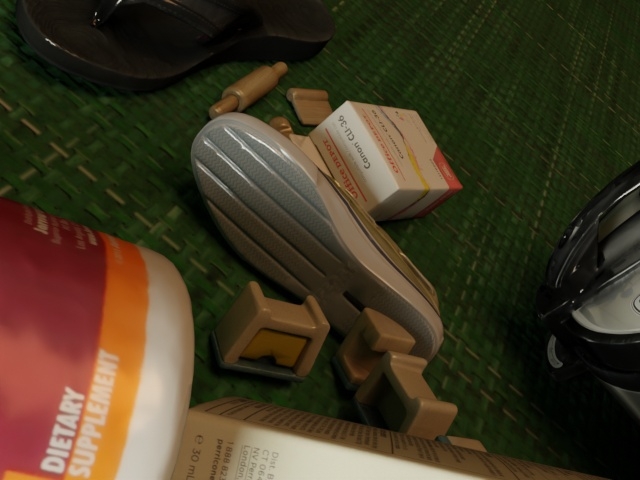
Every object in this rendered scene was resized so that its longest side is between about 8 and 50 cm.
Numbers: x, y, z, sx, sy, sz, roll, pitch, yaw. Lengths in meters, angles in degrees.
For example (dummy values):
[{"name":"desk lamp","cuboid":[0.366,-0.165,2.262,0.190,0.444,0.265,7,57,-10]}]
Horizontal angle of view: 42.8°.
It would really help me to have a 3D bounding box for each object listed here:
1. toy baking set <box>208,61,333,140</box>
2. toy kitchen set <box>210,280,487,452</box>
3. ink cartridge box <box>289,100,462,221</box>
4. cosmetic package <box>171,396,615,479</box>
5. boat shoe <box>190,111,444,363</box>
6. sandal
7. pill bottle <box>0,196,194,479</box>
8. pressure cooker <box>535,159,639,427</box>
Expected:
[{"name":"toy baking set","cuboid":[-0.026,-0.105,0.889,0.197,0.030,0.256,45,37,2]},{"name":"toy kitchen set","cuboid":[0.009,0.152,0.640,0.166,0.122,0.207,16,25,-31]},{"name":"ink cartridge box","cuboid":[0.064,-0.085,0.895,0.198,0.067,0.115,-8,64,-56]},{"name":"cosmetic package","cuboid":[0.070,0.180,0.482,0.310,0.160,0.113,12,83,7]},{"name":"boat shoe","cuboid":[0.000,0.000,0.774,0.302,0.109,0.094,48,22,-10]},{"name":"sandal","cuboid":[-0.130,-0.271,0.888,0.167,0.107,0.446,51,38,10]},{"name":"pill bottle","cuboid":[-0.277,0.049,0.360,0.392,0.224,0.224,21,43,-26]},{"name":"pressure cooker","cuboid":[0.460,0.073,0.858,0.370,0.375,0.420,-46,103,-16]}]
